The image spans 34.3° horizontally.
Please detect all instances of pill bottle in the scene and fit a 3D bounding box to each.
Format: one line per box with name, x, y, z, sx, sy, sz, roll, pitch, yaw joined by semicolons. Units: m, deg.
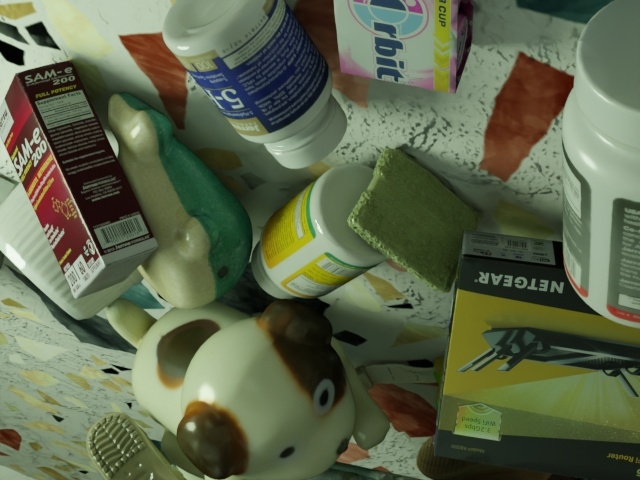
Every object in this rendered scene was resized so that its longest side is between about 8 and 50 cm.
pill bottle;0.285;-0.061;0.870;0.161;0.161;0.283;10;148;20
pill bottle;-0.054;-0.158;0.981;0.112;0.112;0.187;-3;142;36
pill bottle;0.000;0.000;1.196;0.117;0.118;0.208;31;150;-15

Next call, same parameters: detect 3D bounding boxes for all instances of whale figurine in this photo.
whale figurine;-0.165;-0.053;1.228;0.216;0.141;0.272;33;143;50

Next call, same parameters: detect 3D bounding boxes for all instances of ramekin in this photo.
ramekin;-0.337;0.010;1.356;0.207;0.109;0.207;43;172;8

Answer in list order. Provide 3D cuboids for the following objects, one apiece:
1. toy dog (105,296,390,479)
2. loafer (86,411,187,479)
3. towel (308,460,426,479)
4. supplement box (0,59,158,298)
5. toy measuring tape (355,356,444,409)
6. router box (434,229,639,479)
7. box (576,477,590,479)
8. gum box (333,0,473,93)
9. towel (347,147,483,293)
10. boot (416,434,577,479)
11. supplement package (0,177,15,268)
toy dog;-0.086;0.188;1.348;0.395;0.284;0.408;50;164;-9
loafer;-0.209;0.346;1.371;0.268;0.102;0.092;57;-179;18
towel;0.128;0.394;1.537;0.320;0.090;0.374;18;167;-23
supplement box;-0.284;-0.068;1.188;0.130;0.073;0.239;-37;77;56
toy measuring tape;0.167;0.224;1.447;0.330;0.121;0.121;-5;141;38
router box;0.286;0.130;1.096;0.308;0.081;0.243;7;113;7
box;0.413;0.329;1.496;0.052;0.083;0.062;31;149;-14
gum box;0.069;-0.214;0.859;0.107;0.062;0.188;13;149;14
towel;0.103;-0.020;1.110;0.148;0.110;0.027;35;161;-22
boot;0.295;0.381;1.653;0.207;0.090;0.248;36;150;-27
supplement package;-0.575;0.007;1.524;0.177;0.175;0.293;28;150;-7
